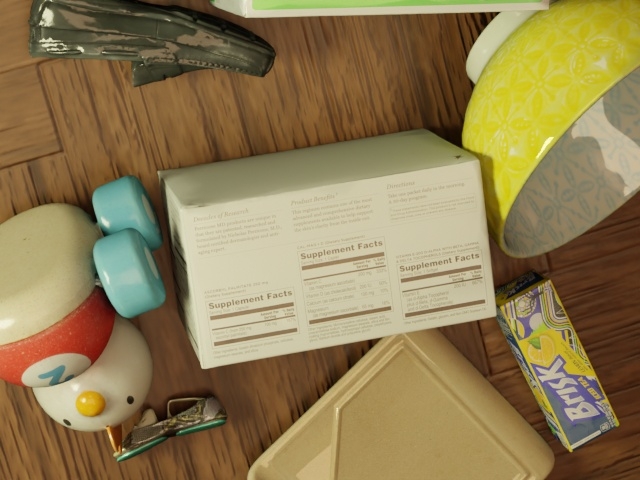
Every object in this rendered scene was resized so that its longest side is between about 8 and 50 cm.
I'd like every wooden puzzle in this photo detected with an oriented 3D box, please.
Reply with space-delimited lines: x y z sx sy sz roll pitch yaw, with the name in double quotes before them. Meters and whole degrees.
"wooden puzzle" 0.079 0.220 1.775 0.239 0.044 0.221 -45 105 -5

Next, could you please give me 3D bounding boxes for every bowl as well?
"bowl" 0.224 -0.137 1.651 0.289 0.289 0.156 -41 68 -1

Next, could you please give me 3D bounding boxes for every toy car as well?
"toy car" -0.217 0.104 1.622 0.219 0.210 0.238 -23 117 5

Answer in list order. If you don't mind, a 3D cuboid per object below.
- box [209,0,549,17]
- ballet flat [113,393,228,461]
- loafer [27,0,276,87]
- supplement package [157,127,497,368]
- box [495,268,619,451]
"box" 0.044 -0.263 1.577 0.261 0.231 0.127 -2 101 -11
"ballet flat" -0.146 0.174 1.725 0.114 0.041 0.041 -20 103 -7
"loafer" -0.152 -0.175 1.639 0.223 0.076 0.078 12 103 -8
"supplement package" 0.000 0.000 1.631 0.261 0.204 0.145 -9 103 -9
"box" 0.226 0.117 1.774 0.059 0.054 0.169 -28 105 -4
